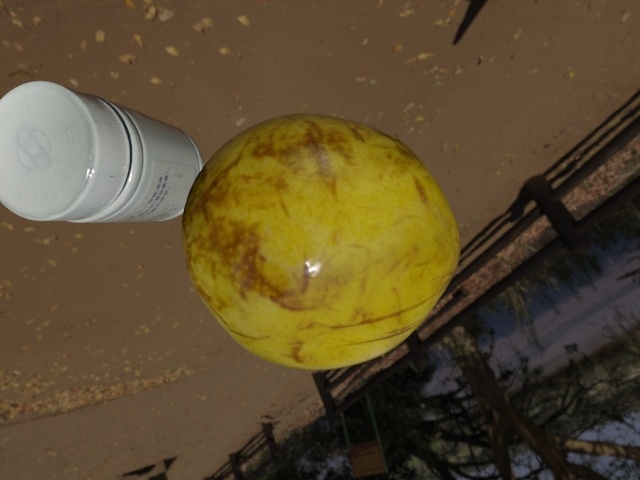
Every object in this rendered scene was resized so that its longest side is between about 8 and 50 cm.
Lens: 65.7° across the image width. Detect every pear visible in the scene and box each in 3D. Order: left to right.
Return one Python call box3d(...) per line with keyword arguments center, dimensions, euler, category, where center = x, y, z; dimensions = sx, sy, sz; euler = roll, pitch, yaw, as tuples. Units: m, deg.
box3d(center=(0.000, 0.000, 0.527), dimensions=(0.281, 0.280, 0.280), euler=(-19, 152, -10), category="pear")

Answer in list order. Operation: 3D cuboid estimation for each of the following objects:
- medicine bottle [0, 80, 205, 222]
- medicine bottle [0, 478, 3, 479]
box3d(center=(-0.337, -0.123, 0.795), dimensions=(0.190, 0.190, 0.332), euler=(-29, 178, 10), category="medicine bottle")
box3d(center=(-0.469, 0.306, 0.513), dimensions=(0.141, 0.137, 0.250), euler=(-49, 131, -15), category="medicine bottle")
